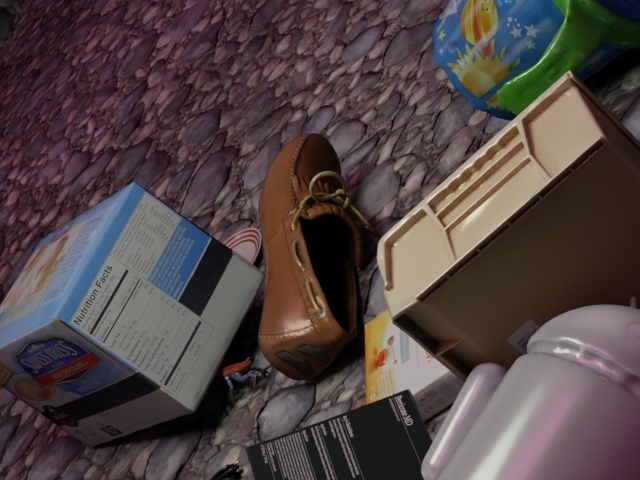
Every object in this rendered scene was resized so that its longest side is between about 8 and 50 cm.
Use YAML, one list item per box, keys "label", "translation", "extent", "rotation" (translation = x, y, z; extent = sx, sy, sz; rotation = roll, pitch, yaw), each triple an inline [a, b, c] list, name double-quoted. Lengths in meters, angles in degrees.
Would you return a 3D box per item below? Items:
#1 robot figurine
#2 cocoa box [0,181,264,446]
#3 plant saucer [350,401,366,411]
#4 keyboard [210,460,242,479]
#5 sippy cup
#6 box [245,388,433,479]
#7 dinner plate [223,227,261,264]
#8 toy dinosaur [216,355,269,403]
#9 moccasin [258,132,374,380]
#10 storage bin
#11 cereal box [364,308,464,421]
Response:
- label: "robot figurine"
  translation: [0.219, 0.200, 1.396]
  extent: [0.300, 0.200, 0.353]
  rotation: [25, 71, 39]
- label: "cocoa box"
  translation: [-0.285, 0.108, 2.248]
  extent: [0.347, 0.228, 0.231]
  rotation: [-24, 34, 56]
- label: "plant saucer"
  translation: [0.044, 0.220, 1.870]
  extent: [0.083, 0.013, 0.083]
  rotation: [-37, 28, 23]
- label: "keyboard"
  translation: [-0.171, 0.374, 1.984]
  extent: [0.317, 0.033, 0.202]
  rotation: [-35, 29, 25]
- label: "sippy cup"
  translation: [0.259, -0.269, 1.982]
  extent: [0.224, 0.240, 0.305]
  rotation: [-45, -15, 34]
- label: "box"
  translation: [0.045, 0.277, 1.616]
  extent: [0.184, 0.103, 0.261]
  rotation: [-22, 28, 0]
- label: "dinner plate"
  translation: [-0.132, 0.041, 2.391]
  extent: [0.141, 0.017, 0.141]
  rotation: [-36, 29, 24]
- label: "toy dinosaur"
  translation: [-0.108, 0.165, 2.133]
  extent: [0.082, 0.090, 0.047]
  rotation: [11, 42, 27]
- label: "moccasin"
  translation: [-0.002, -0.002, 2.103]
  extent: [0.147, 0.139, 0.380]
  rotation: [-33, 30, 29]
- label: "storage bin"
  translation: [0.231, 0.033, 1.544]
  extent: [0.260, 0.262, 0.123]
  rotation: [-42, 29, 16]
- label: "cereal box"
  translation: [0.151, 0.097, 1.827]
  extent: [0.240, 0.047, 0.173]
  rotation: [-37, 28, 24]
